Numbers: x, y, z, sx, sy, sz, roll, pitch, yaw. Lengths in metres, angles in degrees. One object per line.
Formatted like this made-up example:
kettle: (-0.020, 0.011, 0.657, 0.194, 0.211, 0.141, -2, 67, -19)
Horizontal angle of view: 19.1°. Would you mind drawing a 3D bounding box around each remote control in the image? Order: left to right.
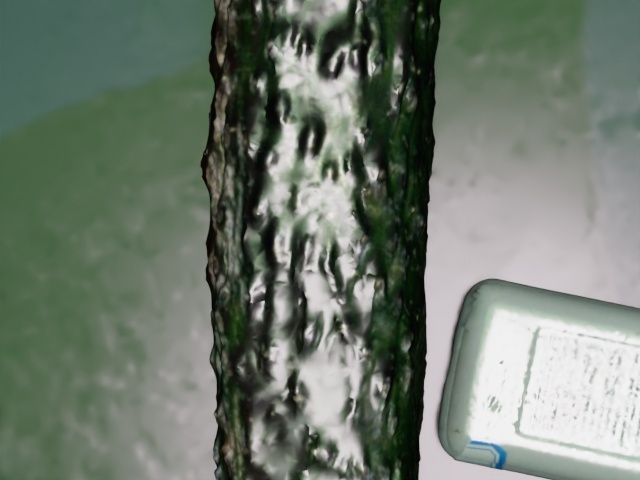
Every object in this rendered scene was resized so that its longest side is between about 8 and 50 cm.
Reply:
remote control: (0.096, 0.046, 0.515, 0.124, 0.018, 0.053, 11, 86, 2)

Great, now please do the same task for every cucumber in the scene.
cucumber: (0.000, 0.000, 0.498, 0.067, 0.067, 0.294, 2, 89, 1)
